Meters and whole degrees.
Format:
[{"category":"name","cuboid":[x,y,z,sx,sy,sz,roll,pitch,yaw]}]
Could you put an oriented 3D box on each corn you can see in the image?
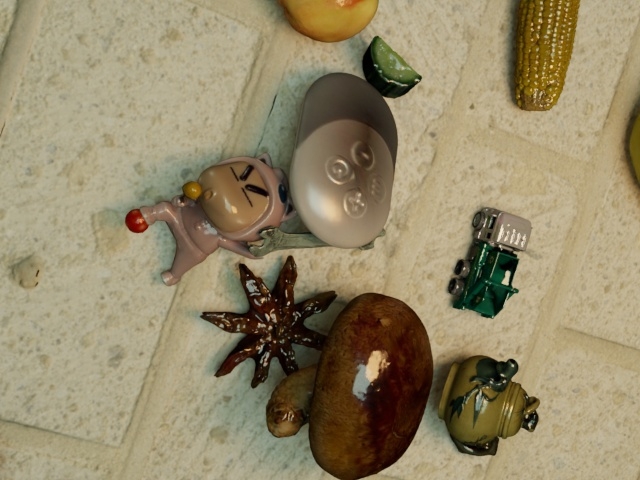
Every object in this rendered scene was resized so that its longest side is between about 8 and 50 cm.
[{"category":"corn","cuboid":[0.437,-0.411,1.473,0.119,0.119,0.322,4,99,-15]}]

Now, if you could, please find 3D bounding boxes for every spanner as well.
[{"category":"spanner","cuboid":[0.000,0.000,1.383,0.302,0.017,0.071,-2,132,-39]}]

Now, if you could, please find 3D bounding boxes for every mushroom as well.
[{"category":"mushroom","cuboid":[0.089,0.263,1.359,0.239,0.345,0.345,43,84,16]}]

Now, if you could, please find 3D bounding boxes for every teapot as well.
[{"category":"teapot","cuboid":[0.332,0.329,1.483,0.182,0.173,0.269,14,124,20]}]

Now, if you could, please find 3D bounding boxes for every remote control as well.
[{"category":"remote control","cuboid":[0.046,-0.146,1.362,0.221,0.103,0.332,23,64,-35]}]

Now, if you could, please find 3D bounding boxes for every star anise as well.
[{"category":"star anise","cuboid":[-0.088,0.169,1.413,0.288,0.088,0.288,-2,99,-13]}]

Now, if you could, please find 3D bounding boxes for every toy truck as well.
[{"category":"toy truck","cuboid":[0.343,0.048,1.493,0.110,0.116,0.216,18,91,-15]}]

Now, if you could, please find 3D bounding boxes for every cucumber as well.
[{"category":"cucumber","cuboid":[0.122,-0.311,1.407,0.116,0.115,0.062,41,85,-5]}]

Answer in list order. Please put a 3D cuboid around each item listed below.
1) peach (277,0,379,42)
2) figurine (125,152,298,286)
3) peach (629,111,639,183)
[{"category":"peach","cuboid":[0.011,-0.438,1.333,0.184,0.184,0.184,-2,96,-14]},{"category":"figurine","cuboid":[-0.184,-0.038,1.327,0.287,0.186,0.176,-24,77,5]},{"category":"peach","cuboid":[0.791,-0.182,1.498,0.281,0.314,0.316,-9,100,-29]}]
